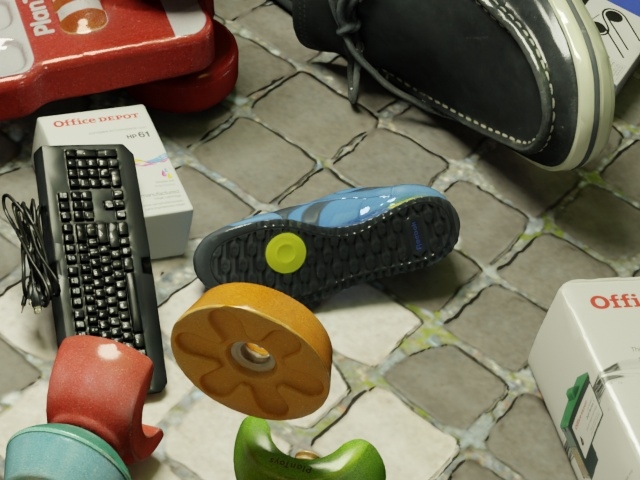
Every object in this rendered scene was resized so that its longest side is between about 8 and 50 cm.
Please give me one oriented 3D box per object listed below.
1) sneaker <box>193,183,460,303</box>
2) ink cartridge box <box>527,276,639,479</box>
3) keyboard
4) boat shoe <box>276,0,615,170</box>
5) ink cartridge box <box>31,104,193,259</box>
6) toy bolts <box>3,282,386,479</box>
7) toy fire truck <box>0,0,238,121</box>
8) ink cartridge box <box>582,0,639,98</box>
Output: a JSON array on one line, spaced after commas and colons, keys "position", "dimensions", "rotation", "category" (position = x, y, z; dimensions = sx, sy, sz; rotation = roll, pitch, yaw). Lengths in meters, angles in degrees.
[{"position": [0.000, 0.000, 1.301], "dimensions": [0.209, 0.069, 0.082], "rotation": [-12, 16, -16], "category": "sneaker"}, {"position": [0.262, 0.134, 1.210], "dimensions": [0.160, 0.092, 0.219], "rotation": [-1, 46, -19], "category": "ink cartridge box"}, {"position": [-0.165, 0.017, 1.192], "dimensions": [0.100, 0.038, 0.192], "rotation": [-5, 69, -17], "category": "keyboard"}, {"position": [0.055, -0.211, 1.446], "dimensions": [0.156, 0.186, 0.500], "rotation": [-23, 50, -28], "category": "boat shoe"}, {"position": [-0.160, -0.043, 1.293], "dimensions": [0.089, 0.052, 0.122], "rotation": [-9, 48, -24], "category": "ink cartridge box"}, {"position": [-0.096, 0.145, 1.031], "dimensions": [0.229, 0.218, 0.158], "rotation": [8, 47, 18], "category": "toy bolts"}, {"position": [-0.209, -0.225, 1.390], "dimensions": [0.254, 0.169, 0.302], "rotation": [-12, 49, -16], "category": "toy fire truck"}, {"position": [0.261, -0.199, 1.586], "dimensions": [0.097, 0.046, 0.207], "rotation": [29, 44, 11], "category": "ink cartridge box"}]
